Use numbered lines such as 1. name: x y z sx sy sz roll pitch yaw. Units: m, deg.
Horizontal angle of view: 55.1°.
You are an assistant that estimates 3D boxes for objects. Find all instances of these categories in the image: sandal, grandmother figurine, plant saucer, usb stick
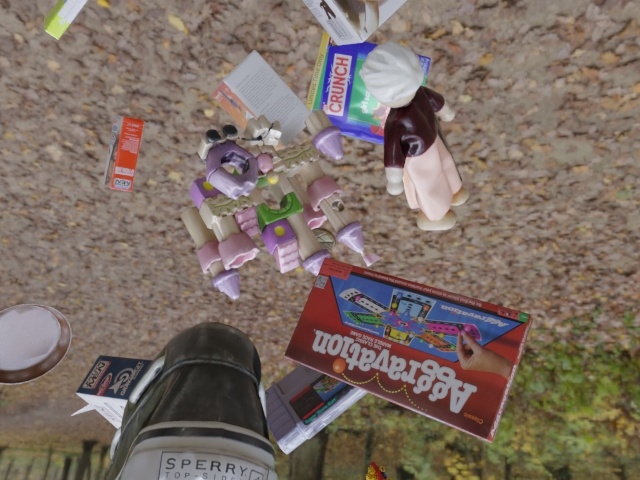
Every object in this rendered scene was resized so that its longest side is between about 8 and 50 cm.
1. sandal: 0.000 0.000 1.586 0.072 0.049 0.180 46 158 0
2. grandmother figurine: 0.152 -0.162 0.993 0.103 0.208 0.342 2 140 31
3. plant saucer: -0.539 0.181 1.104 0.168 0.169 0.029 32 -176 -45
4. usb stick: 0.291 -0.250 1.535 0.045 0.278 0.077 -27 146 20

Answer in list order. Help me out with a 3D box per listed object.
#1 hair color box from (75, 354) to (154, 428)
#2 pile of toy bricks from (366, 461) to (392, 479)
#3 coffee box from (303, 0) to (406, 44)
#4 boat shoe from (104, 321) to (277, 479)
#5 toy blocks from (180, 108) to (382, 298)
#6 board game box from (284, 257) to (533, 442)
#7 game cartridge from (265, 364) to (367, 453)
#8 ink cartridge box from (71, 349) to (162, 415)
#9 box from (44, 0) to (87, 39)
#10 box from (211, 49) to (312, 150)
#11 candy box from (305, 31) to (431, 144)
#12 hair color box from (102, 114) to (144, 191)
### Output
1. hair color box: -0.332 0.344 1.318 0.346 0.105 0.174 -1 136 28
2. pile of toy bricks: 0.132 0.590 1.292 0.105 0.212 0.118 -19 130 -16
3. coffee box: 0.005 -0.420 0.772 0.297 0.168 0.119 48 179 -22
4. boat shoe: -0.093 0.168 0.439 0.121 0.119 0.335 18 142 -15
5. toy blocks: -0.058 -0.034 1.073 0.288 0.260 0.309 -23 165 -29
6. board game box: 0.095 0.120 0.741 0.281 0.145 0.027 14 166 35
7. game cartridge: 0.021 0.321 1.433 0.068 0.355 0.230 56 170 -16
8. ink cartridge box: -0.482 0.359 1.605 0.275 0.060 0.238 -31 163 21
9. box: -0.632 -0.603 1.552 0.178 0.109 0.042 -48 128 9
10. box: -0.116 -0.267 1.212 0.170 0.091 0.130 46 167 -14
11. candy box: 0.128 -0.427 1.765 0.316 0.269 0.122 14 -172 1
12. hair color box: -0.462 -0.205 1.434 0.053 0.168 0.093 7 -172 -32
